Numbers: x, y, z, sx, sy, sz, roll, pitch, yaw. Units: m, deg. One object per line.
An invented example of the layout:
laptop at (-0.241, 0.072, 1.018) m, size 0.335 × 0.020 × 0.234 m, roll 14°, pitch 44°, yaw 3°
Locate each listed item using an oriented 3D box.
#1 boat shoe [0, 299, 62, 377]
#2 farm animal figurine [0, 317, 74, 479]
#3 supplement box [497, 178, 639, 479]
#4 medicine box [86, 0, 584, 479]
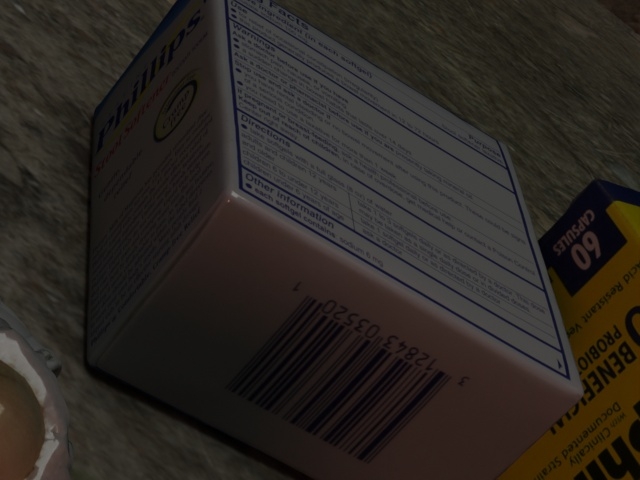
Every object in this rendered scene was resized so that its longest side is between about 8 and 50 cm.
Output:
boat shoe at (-0.171, 0.097, 0.789) m, size 0.084 × 0.095 × 0.258 m, roll 33°, pitch 27°, yaw -9°
farm animal figurine at (-0.264, -0.005, 0.567) m, size 0.172 × 0.327 × 0.330 m, roll 85°, pitch -12°, yaw -68°
supplement box at (0.263, 0.161, 1.191) m, size 0.195 × 0.194 × 0.356 m, roll 13°, pitch 37°, yaw -47°
medicine box at (0.000, 0.000, 1.128) m, size 0.263 × 0.149 × 0.289 m, roll 30°, pitch 27°, yaw -24°
